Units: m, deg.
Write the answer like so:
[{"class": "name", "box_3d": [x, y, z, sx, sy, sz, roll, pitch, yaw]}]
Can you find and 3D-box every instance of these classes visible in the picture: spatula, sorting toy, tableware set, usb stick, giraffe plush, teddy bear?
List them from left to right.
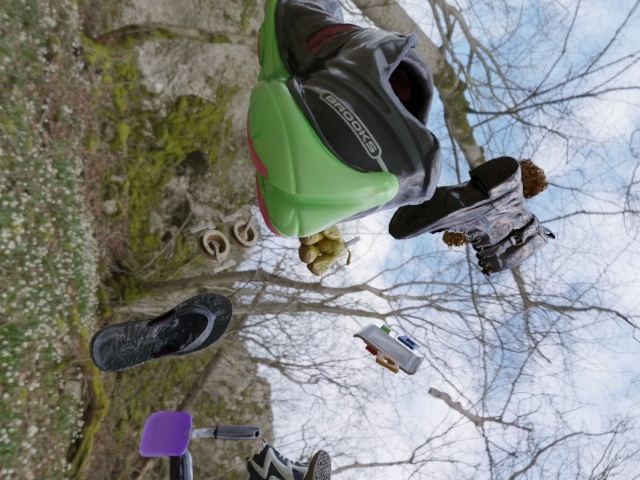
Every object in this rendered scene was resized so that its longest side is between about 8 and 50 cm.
[{"class": "usb stick", "box_3d": [-0.264, 0.534, 0.861, 0.045, 0.077, 0.278, -16, -143, -9]}, {"class": "spatula", "box_3d": [-0.238, 0.410, 0.955, 0.030, 0.296, 0.084, -7, -112, 39]}, {"class": "tableware set", "box_3d": [-0.223, -0.005, 1.124, 0.039, 0.194, 0.128, -33, -94, 35]}, {"class": "giraffe plush", "box_3d": [0.000, 0.000, 1.475, 0.170, 0.210, 0.182, 30, -55, 58]}, {"class": "sorting toy", "box_3d": [0.192, 0.317, 1.282, 0.195, 0.347, 0.047, 31, -80, 18]}, {"class": "teddy bear", "box_3d": [0.479, -0.112, 1.302, 0.338, 0.113, 0.245, -38, -168, 48]}]

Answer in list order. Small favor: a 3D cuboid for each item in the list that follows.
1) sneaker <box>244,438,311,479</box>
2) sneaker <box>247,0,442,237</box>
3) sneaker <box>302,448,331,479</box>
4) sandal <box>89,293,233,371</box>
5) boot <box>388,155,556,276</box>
[{"class": "sneaker", "box_3d": [-0.113, 0.641, 1.304, 0.094, 0.234, 0.153, 106, -35, -54]}, {"class": "sneaker", "box_3d": [0.025, -0.177, 0.549, 0.202, 0.185, 0.483, -2, -135, -3]}, {"class": "sneaker", "box_3d": [-0.031, 0.554, 0.981, 0.071, 0.066, 0.188, -21, -148, 32]}, {"class": "sandal", "box_3d": [-0.436, 0.278, 1.333, 0.107, 0.445, 0.168, -10, -85, 47]}, {"class": "boot", "box_3d": [0.279, -0.009, 0.810, 0.262, 0.229, 0.091, -25, -142, 16]}]
